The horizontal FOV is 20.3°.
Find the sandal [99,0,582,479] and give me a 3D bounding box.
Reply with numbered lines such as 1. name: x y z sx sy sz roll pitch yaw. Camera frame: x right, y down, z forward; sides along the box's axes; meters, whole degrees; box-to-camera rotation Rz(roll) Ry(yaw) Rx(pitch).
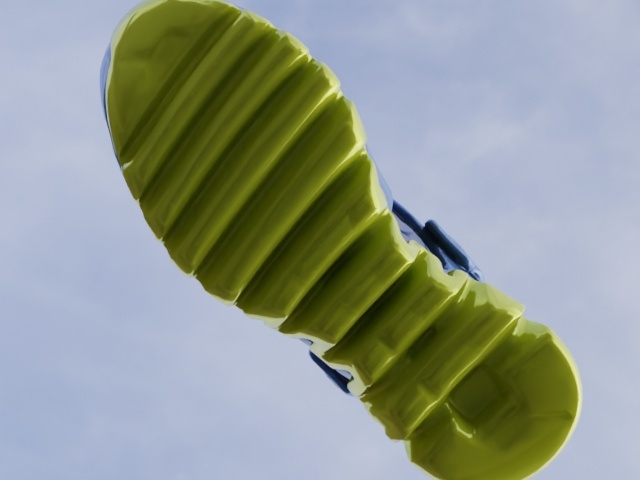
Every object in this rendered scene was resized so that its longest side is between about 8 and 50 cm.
1. sandal: 0.000 0.000 0.948 0.126 0.138 0.317 -40 -75 0
